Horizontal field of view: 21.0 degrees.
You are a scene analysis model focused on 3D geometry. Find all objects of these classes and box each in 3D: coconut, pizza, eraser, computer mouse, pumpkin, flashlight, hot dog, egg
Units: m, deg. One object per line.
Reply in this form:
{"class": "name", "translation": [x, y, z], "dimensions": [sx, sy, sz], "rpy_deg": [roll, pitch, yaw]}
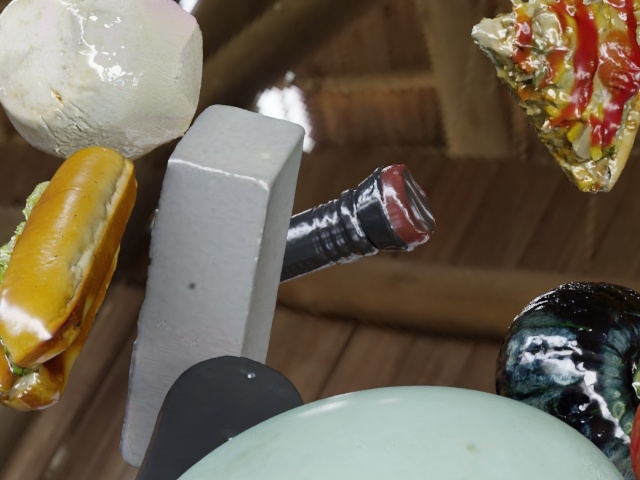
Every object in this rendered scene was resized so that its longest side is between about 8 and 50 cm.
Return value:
{"class": "coconut", "translation": [-0.240, -0.194, 1.947], "dimensions": [0.227, 0.227, 0.230], "rpy_deg": [20, 9, 34]}
{"class": "pizza", "translation": [0.194, -0.135, 1.314], "dimensions": [0.199, 0.188, 0.062], "rpy_deg": [10, 1, -42]}
{"class": "eraser", "translation": [-0.104, 0.052, 1.641], "dimensions": [0.111, 0.352, 0.077], "rpy_deg": [14, 11, 19]}
{"class": "computer mouse", "translation": [-0.083, 0.197, 1.444], "dimensions": [0.138, 0.086, 0.269], "rpy_deg": [14, 27, -1]}
{"class": "pumpkin", "translation": [0.283, 0.153, 1.746], "dimensions": [0.233, 0.233, 0.163], "rpy_deg": [35, -33, -24]}
{"class": "flashlight", "translation": [0.000, 0.000, 1.786], "dimensions": [0.232, 0.093, 0.093], "rpy_deg": [-23, -39, 21]}
{"class": "hot dog", "translation": [-0.236, 0.029, 1.497], "dimensions": [0.100, 0.135, 0.337], "rpy_deg": [19, 31, -3]}
{"class": "egg", "translation": [0.044, 0.241, 1.192], "dimensions": [0.389, 0.276, 0.276], "rpy_deg": [-7, -1, -20]}

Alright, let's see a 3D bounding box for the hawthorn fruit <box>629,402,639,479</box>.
{"class": "hawthorn fruit", "translation": [0.301, 0.147, 1.230], "dimensions": [0.181, 0.181, 0.235], "rpy_deg": [24, 28, 22]}
